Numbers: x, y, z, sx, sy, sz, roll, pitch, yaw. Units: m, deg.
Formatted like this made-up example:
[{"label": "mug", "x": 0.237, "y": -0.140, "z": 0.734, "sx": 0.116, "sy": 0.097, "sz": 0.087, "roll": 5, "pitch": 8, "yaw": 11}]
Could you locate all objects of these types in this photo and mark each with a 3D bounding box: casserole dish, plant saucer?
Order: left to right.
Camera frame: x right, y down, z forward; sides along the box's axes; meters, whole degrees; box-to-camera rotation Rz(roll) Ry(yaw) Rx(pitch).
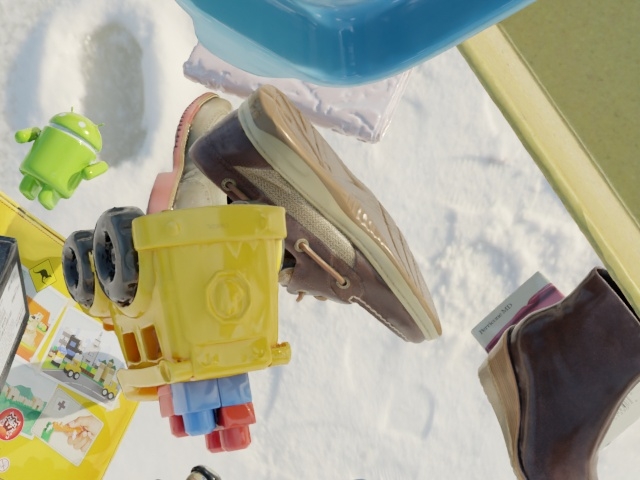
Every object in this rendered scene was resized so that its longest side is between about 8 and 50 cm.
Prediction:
[{"label": "casserole dish", "x": 0.034, "y": -0.112, "z": 0.312, "sx": 0.188, "sy": 0.114, "sz": 0.037, "roll": -26, "pitch": 57, "yaw": 34}, {"label": "plant saucer", "x": 0.282, "y": -0.131, "z": 0.656, "sx": 0.332, "sy": 0.081, "sz": 0.333, "roll": -32, "pitch": 80, "yaw": 1}]

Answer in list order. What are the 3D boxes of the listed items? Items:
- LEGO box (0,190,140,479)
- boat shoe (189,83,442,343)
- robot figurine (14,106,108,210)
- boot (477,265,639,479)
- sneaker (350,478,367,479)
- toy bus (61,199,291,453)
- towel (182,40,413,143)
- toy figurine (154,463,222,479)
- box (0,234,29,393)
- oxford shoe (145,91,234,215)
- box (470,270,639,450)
[{"label": "LEGO box", "x": -0.509, "y": 0.167, "z": 1.526, "sx": 0.193, "sy": 0.500, "sz": 0.373, "roll": 5, "pitch": 62, "yaw": 40}, {"label": "boat shoe", "x": 0.000, "y": 0.000, "z": 0.992, "sx": 0.123, "sy": 0.342, "sz": 0.123, "roll": -33, "pitch": 35, "yaw": 15}, {"label": "robot figurine", "x": -0.289, "y": -0.093, "z": 1.089, "sx": 0.101, "sy": 0.067, "sz": 0.115, "roll": 28, "pitch": 78, "yaw": 7}, {"label": "boot", "x": 0.288, "y": 0.178, "z": 1.040, "sx": 0.090, "sy": 0.207, "sz": 0.248, "roll": -2, "pitch": 56, "yaw": -45}, {"label": "sneaker", "x": 0.019, "y": 0.429, "z": 1.555, "sx": 0.188, "sy": 0.067, "sz": 0.078, "roll": -7, "pitch": 26, "yaw": 9}, {"label": "toy bus", "x": -0.120, "y": 0.079, "z": 0.843, "sx": 0.149, "sy": 0.220, "sz": 0.212, "roll": -7, "pitch": 84, "yaw": -33}, {"label": "towel", "x": -0.005, "y": -0.327, "z": 1.543, "sx": 0.331, "sy": 0.053, "sz": 0.317, "roll": 20, "pitch": 66, "yaw": 13}, {"label": "toy figurine", "x": -0.215, "y": 0.461, "z": 1.479, "sx": 0.148, "sy": 0.209, "sz": 0.213, "roll": -28, "pitch": 88, "yaw": -43}, {"label": "box", "x": -0.229, "y": 0.084, "z": 0.348, "sx": 0.183, "sy": 0.059, "sz": 0.233, "roll": 9, "pitch": 46, "yaw": 0}, {"label": "oxford shoe", "x": -0.147, "y": -0.089, "z": 1.371, "sx": 0.130, "sy": 0.123, "sz": 0.348, "roll": 6, "pitch": 42, "yaw": 3}, {"label": "box", "x": 0.355, "y": 0.182, "z": 1.437, "sx": 0.148, "sy": 0.127, "sz": 0.232, "roll": -43, "pitch": 40, "yaw": 6}]
